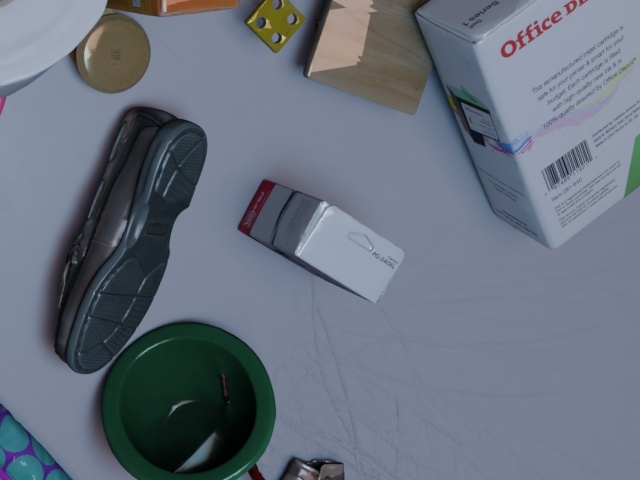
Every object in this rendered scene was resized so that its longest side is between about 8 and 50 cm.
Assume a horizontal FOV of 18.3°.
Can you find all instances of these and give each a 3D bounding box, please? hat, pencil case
[{"bbox_3d":[-0.122,0.212,2.032,0.173,0.183,0.208,-17,64,-5],"label":"hat"},{"bbox_3d":[-0.289,0.232,1.938,0.064,0.070,0.152,-28,114,23],"label":"pencil case"}]

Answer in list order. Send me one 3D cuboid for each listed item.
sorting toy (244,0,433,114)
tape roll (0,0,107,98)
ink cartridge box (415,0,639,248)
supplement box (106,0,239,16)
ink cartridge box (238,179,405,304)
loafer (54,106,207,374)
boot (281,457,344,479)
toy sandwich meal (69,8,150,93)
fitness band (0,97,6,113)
[{"bbox_3d":[0.045,-0.213,2.008,0.274,0.046,0.132,17,93,-29],"label":"sorting toy"},{"bbox_3d":[-0.327,-0.265,1.760,0.286,0.100,0.286,3,82,-21],"label":"tape roll"},{"bbox_3d":[0.243,-0.165,2.035,0.201,0.117,0.278,-36,127,-14],"label":"ink cartridge box"},{"bbox_3d":[-0.151,-0.250,1.811,0.078,0.233,0.080,-10,101,-22],"label":"supplement box"},{"bbox_3d":[0.000,0.000,1.975,0.109,0.150,0.063,31,87,-26],"label":"ink cartridge box"},{"bbox_3d":[-0.197,-0.003,1.939,0.096,0.084,0.267,20,97,-57],"label":"loafer"},{"bbox_3d":[0.010,0.276,2.098,0.118,0.042,0.087,12,93,-26],"label":"boot"},{"bbox_3d":[-0.204,-0.183,1.916,0.085,0.029,0.086,-8,107,-27],"label":"toy sandwich meal"},{"bbox_3d":[-0.417,-0.122,1.817,0.291,0.054,0.209,-41,114,-13],"label":"fitness band"}]
